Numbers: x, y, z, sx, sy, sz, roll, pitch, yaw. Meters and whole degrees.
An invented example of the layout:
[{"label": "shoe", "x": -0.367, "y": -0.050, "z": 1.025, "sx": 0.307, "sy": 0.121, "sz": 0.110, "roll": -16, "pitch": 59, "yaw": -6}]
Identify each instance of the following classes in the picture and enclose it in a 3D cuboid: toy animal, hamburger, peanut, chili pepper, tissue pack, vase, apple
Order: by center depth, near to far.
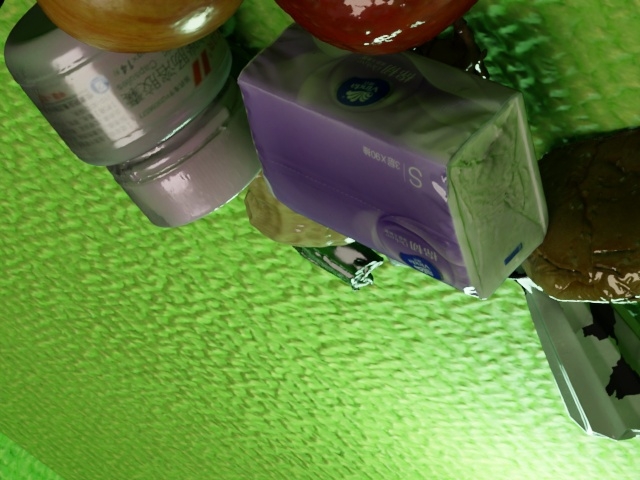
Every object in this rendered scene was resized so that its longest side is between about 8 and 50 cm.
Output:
[{"label": "apple", "x": -0.184, "y": -0.334, "z": 1.377, "sx": 0.233, "sy": 0.286, "sz": 0.286, "roll": 7, "pitch": 151, "yaw": -11}, {"label": "tissue pack", "x": 0.078, "y": -0.098, "z": 1.537, "sx": 0.338, "sy": 0.160, "sz": 0.242, "roll": 25, "pitch": 149, "yaw": 37}, {"label": "hamburger", "x": 0.356, "y": -0.012, "z": 1.570, "sx": 0.309, "sy": 0.211, "sz": 0.132, "roll": -3, "pitch": 144, "yaw": 36}, {"label": "toy animal", "x": 0.099, "y": -0.215, "z": 1.586, "sx": 0.224, "sy": 0.066, "sz": 0.230, "roll": 20, "pitch": 153, "yaw": 19}, {"label": "peanut", "x": -0.016, "y": -0.081, "z": 1.826, "sx": 0.196, "sy": 0.110, "sz": 0.233, "roll": 3, "pitch": 145, "yaw": 10}, {"label": "vase", "x": 0.365, "y": 0.123, "z": 1.827, "sx": 0.165, "sy": 0.165, "sz": 0.360, "roll": -4, "pitch": 135, "yaw": 39}, {"label": "chili pepper", "x": 0.001, "y": -0.002, "z": 1.984, "sx": 0.224, "sy": 0.061, "sz": 0.098, "roll": 33, "pitch": 144, "yaw": -15}]

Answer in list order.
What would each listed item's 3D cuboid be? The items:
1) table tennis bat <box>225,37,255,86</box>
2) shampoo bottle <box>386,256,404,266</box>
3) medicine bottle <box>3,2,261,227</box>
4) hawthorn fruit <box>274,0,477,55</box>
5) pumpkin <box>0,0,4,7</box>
[{"label": "table tennis bat", "x": -0.102, "y": -0.220, "z": 1.751, "sx": 0.257, "sy": 0.039, "sz": 0.160, "roll": -4, "pitch": 135, "yaw": 46}, {"label": "shampoo bottle", "x": 0.186, "y": 0.005, "z": 1.871, "sx": 0.212, "sy": 0.049, "sz": 0.072, "roll": -4, "pitch": 143, "yaw": 38}, {"label": "medicine bottle", "x": -0.220, "y": -0.189, "z": 1.654, "sx": 0.241, "sy": 0.241, "sz": 0.302, "roll": -7, "pitch": 129, "yaw": 42}, {"label": "hawthorn fruit", "x": 0.080, "y": -0.333, "z": 1.234, "sx": 0.330, "sy": 0.287, "sz": 0.287, "roll": -17, "pitch": 130, "yaw": 40}, {"label": "pumpkin", "x": -0.543, "y": -0.383, "z": 1.597, "sx": 0.363, "sy": 0.266, "sz": 0.363, "roll": 21, "pitch": 147, "yaw": 15}]
